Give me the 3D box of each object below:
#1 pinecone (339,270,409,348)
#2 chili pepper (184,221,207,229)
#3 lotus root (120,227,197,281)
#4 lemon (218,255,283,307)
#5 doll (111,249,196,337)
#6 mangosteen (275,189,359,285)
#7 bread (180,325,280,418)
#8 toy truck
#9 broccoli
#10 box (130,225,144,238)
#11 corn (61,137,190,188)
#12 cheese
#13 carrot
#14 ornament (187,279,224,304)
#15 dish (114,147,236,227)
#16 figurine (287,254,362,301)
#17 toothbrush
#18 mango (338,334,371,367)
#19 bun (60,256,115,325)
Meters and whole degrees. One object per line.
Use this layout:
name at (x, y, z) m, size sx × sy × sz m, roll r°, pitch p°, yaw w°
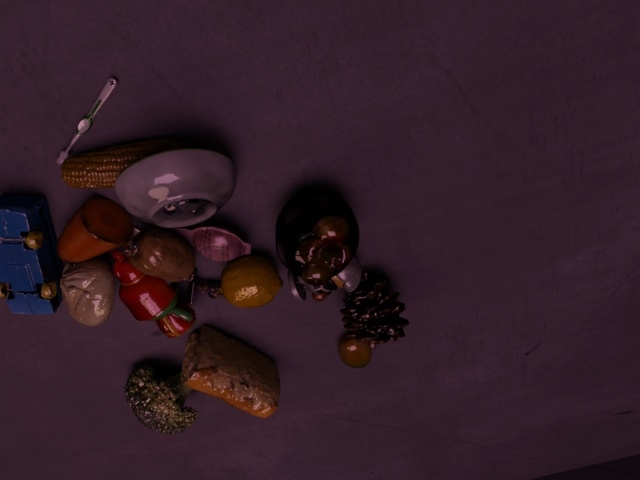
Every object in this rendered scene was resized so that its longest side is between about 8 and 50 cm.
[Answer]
pinecone at (0.179, 0.246, 1.684) m, size 0.244 × 0.243 × 0.257 m, roll -17°, pitch 117°, yaw 5°
chili pepper at (-0.396, -0.048, 1.530) m, size 0.083 × 0.017 × 0.030 m, roll -11°, pitch 133°, yaw -4°
lotus root at (-0.482, 0.044, 1.477) m, size 0.154 × 0.140 × 0.257 m, roll -13°, pitch 146°, yaw 29°
lemon at (-0.228, 0.136, 1.591) m, size 0.193 × 0.180 × 0.180 m, roll -32°, pitch 124°, yaw 12°
doll at (-0.551, 0.170, 1.571) m, size 0.183 × 0.160 × 0.363 m, roll 2°, pitch 130°, yaw 44°
mangosteen at (0.000, 0.000, 1.436) m, size 0.275 × 0.302 × 0.275 m, roll -7°, pitch 115°, yaw -15°
bread at (-0.325, 0.491, 1.799) m, size 0.165 × 0.236 × 0.375 m, roll -41°, pitch 120°, yaw 19°
toy truck at (-0.874, 0.044, 1.449) m, size 0.161 × 0.162 × 0.385 m, roll 1°, pitch 125°, yaw -8°
broccoli at (-0.595, 0.603, 1.847) m, size 0.260 × 0.235 × 0.288 m, roll -25°, pitch 121°, yaw 9°
box at (-0.556, -0.010, 1.540) m, size 0.083 × 0.012 × 0.046 m, roll 26°, pitch 120°, yaw -25°
corn at (-0.524, -0.205, 1.340) m, size 0.363 × 0.120 × 0.120 m, roll -10°, pitch 127°, yaw 3°
cheese at (-0.358, 0.002, 1.525) m, size 0.286 × 0.074 × 0.189 m, roll 11°, pitch 146°, yaw -1°
carrot at (-0.690, -0.004, 1.448) m, size 0.225 × 0.159 × 0.159 m, roll -35°, pitch 123°, yaw 22°
ornament at (-0.347, 0.159, 1.662) m, size 0.203 × 0.088 × 0.081 m, roll -2°, pitch 103°, yaw -21°
dish at (-0.374, -0.110, 1.318) m, size 0.324 × 0.124 × 0.324 m, roll -16°, pitch 163°, yaw -5°
figurine at (0.025, 0.123, 1.640) m, size 0.236 × 0.133 × 0.176 m, roll -22°, pitch 135°, yaw 12°
toothbrush at (-0.623, -0.313, 1.300) m, size 0.030 × 0.030 × 0.304 m, roll 34°, pitch 115°, yaw -27°
mango at (0.139, 0.436, 1.913) m, size 0.130 × 0.092 × 0.194 m, roll -27°, pitch 134°, yaw 10°
bun at (-0.731, 0.155, 1.524) m, size 0.145 × 0.229 × 0.229 m, roll 3°, pitch 128°, yaw -34°
